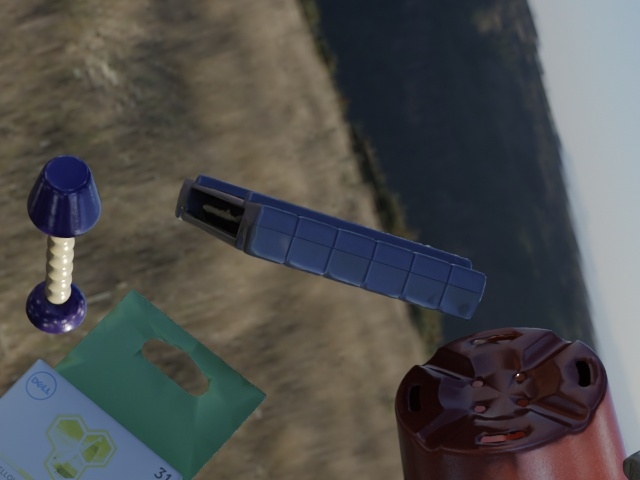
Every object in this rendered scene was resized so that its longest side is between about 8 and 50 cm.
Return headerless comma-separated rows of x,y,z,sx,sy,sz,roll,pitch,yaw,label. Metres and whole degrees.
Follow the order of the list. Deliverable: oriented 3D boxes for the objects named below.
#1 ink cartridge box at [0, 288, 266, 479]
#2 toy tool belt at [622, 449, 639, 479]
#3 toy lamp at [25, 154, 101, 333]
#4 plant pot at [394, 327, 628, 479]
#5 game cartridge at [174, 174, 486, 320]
-0.183,0.163,1.294,0.171,0.235,0.056,38,-21,12,ink cartridge box
0.265,0.186,1.143,0.052,0.051,0.083,40,-28,38,toy tool belt
-0.278,0.005,1.595,0.274,0.080,0.080,108,-26,-57,toy lamp
0.194,0.245,1.439,0.272,0.272,0.265,-91,169,-62,plant pot
0.000,0.000,1.446,0.355,0.230,0.068,-159,-98,-73,game cartridge
